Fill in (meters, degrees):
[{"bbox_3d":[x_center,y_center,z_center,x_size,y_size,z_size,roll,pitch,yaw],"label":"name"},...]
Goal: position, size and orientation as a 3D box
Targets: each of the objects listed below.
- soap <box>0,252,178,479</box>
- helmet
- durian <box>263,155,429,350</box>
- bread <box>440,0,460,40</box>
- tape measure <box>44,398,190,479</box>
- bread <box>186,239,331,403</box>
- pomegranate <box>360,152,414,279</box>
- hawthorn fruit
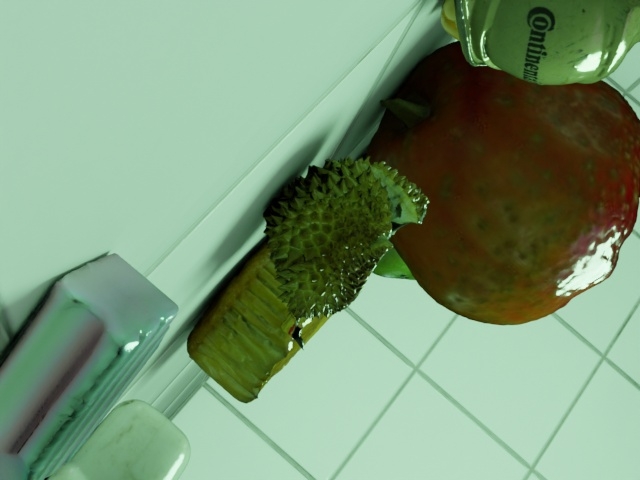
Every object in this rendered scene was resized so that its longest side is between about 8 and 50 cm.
[{"bbox_3d":[-0.149,0.081,0.495,0.149,0.056,0.100,-51,175,19],"label":"soap"},{"bbox_3d":[0.236,-0.224,0.777,0.204,0.137,0.257,-48,156,5],"label":"helmet"},{"bbox_3d":[0.000,0.000,0.941,0.237,0.137,0.193,-51,-178,19],"label":"durian"},{"bbox_3d":[0.196,-0.273,0.929,0.119,0.084,0.177,-52,172,35],"label":"bread"},{"bbox_3d":[-0.280,0.317,0.969,0.258,0.130,0.265,-48,-176,41],"label":"tape measure"},{"bbox_3d":[-0.069,0.098,1.184,0.253,0.142,0.227,-44,176,-37],"label":"bread"},{"bbox_3d":[0.145,-0.034,1.519,0.323,0.291,0.291,-42,-179,26],"label":"pomegranate"},{"bbox_3d":[0.234,-0.093,1.178,0.403,0.402,0.403,-49,177,-3],"label":"hawthorn fruit"}]
